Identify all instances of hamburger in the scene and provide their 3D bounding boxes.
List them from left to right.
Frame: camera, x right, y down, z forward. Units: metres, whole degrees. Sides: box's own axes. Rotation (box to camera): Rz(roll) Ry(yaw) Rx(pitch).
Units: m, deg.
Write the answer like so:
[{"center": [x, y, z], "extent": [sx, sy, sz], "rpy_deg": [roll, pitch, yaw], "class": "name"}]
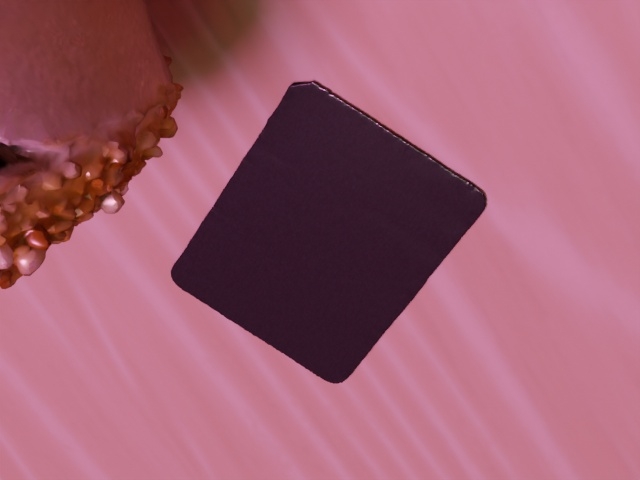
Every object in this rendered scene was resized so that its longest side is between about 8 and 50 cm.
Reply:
[{"center": [-0.207, -0.058, 0.648], "extent": [0.302, 0.302, 0.170], "rpy_deg": [1, 107, 19], "class": "hamburger"}]

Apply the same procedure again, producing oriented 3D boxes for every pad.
[{"center": [0.000, 0.000, 0.790], "extent": [0.112, 0.003, 0.157], "rpy_deg": [33, 128, -5], "class": "pad"}]
